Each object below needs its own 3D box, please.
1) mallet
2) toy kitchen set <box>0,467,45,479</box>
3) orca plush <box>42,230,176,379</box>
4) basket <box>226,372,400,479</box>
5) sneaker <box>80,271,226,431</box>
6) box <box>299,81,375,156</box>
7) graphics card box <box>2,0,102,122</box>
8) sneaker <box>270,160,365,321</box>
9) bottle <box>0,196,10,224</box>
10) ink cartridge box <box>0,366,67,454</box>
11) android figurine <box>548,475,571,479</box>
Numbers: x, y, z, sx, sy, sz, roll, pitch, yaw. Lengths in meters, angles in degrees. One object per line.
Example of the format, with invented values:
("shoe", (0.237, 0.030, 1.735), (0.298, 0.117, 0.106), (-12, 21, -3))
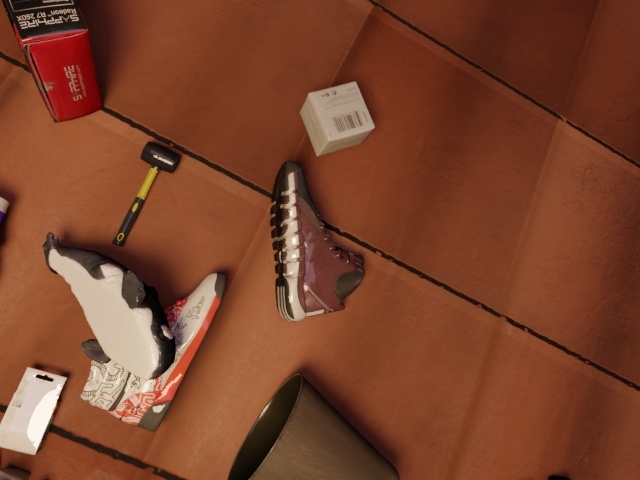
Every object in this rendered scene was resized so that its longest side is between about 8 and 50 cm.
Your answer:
("mallet", (-0.299, -0.076, 0.817), (0.062, 0.039, 0.189), (17, 80, -14))
("toy kitchen set", (-0.384, 0.417, 0.626), (0.207, 0.166, 0.122), (28, 73, -8))
("orca plush", (-0.302, 0.095, 0.716), (0.287, 0.102, 0.151), (23, 101, 25))
("basket", (0.002, 0.361, 0.755), (0.227, 0.154, 0.204), (36, 71, -10))
("sneaker", (-0.265, 0.148, 0.751), (0.145, 0.090, 0.270), (27, 76, -11))
("box", (0.030, -0.231, 0.904), (0.101, 0.087, 0.102), (-20, 84, -18))
("graphics card box", (-0.453, -0.406, 0.731), (0.094, 0.233, 0.370), (-23, 85, -23))
("sneaker", (0.000, 0.000, 0.855), (0.163, 0.106, 0.281), (-2, 90, -20))
("bottle", (-0.551, 0.058, 0.689), (0.118, 0.092, 0.282), (20, 75, -9))
("ink cartridge box", (-0.435, 0.256, 0.717), (0.063, 0.029, 0.115), (20, 74, -10))
("android figurine", (0.431, 0.590, 0.871), (0.248, 0.056, 0.272), (-5, 80, -16))
